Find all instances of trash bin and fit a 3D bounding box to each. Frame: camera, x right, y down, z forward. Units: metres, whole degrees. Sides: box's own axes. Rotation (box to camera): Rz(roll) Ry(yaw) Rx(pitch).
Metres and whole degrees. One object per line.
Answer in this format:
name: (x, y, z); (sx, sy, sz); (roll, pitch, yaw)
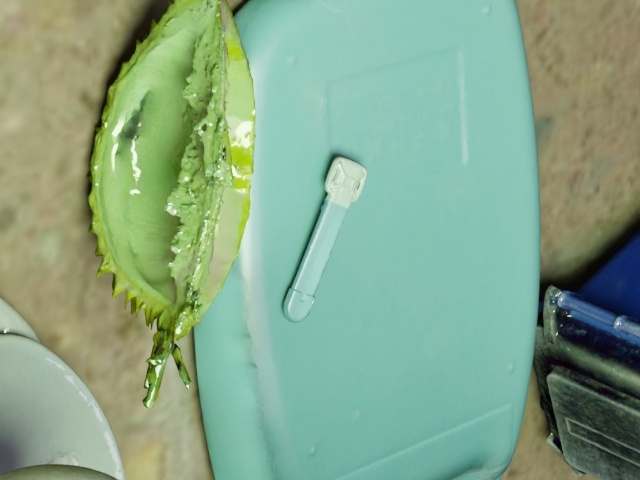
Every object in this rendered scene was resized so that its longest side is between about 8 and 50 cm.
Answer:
trash bin: (0.260, 0.050, 1.284); (0.234, 0.162, 0.184); (-46, 141, -26)

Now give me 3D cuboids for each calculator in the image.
calculator: (0.035, 0.008, 1.139); (0.256, 0.054, 0.386); (-18, 115, -36)

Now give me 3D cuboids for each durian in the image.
durian: (-0.073, -0.026, 0.975); (0.086, 0.100, 0.215); (5, 92, -9)

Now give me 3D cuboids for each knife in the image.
knife: (0.000, 0.000, 1.065); (0.027, 0.010, 0.096); (21, 90, -42)

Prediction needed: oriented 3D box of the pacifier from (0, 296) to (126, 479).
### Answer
pacifier: (-0.170, 0.123, 0.889); (0.279, 0.207, 0.227); (8, 84, -45)
